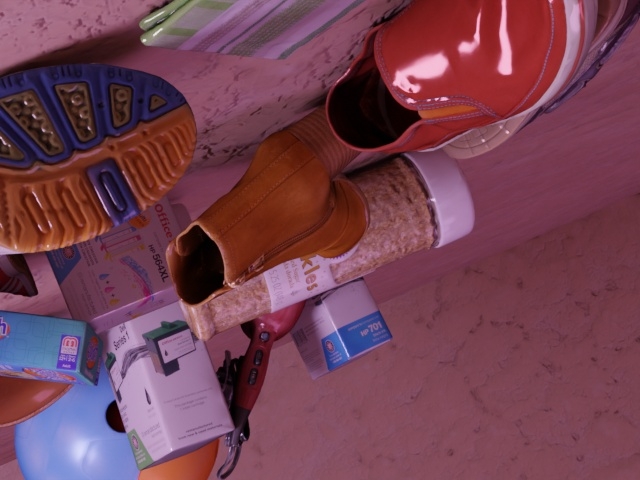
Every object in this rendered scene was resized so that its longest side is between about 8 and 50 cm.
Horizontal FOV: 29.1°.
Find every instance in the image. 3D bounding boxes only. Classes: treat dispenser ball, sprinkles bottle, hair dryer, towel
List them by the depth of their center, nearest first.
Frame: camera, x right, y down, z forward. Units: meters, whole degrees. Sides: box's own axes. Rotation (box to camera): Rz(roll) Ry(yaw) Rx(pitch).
[{"bbox_3d":[-0.031,-0.154,0.777,0.113,0.023,0.152,-31,167,30],"label":"towel"},{"bbox_3d":[0.000,0.000,1.440,0.355,0.121,0.121,-22,171,-12],"label":"sprinkles bottle"},{"bbox_3d":[-0.069,0.145,1.587,0.080,0.293,0.223,13,-160,-15],"label":"hair dryer"},{"bbox_3d":[-0.285,0.268,1.744,0.288,0.288,0.288,-23,171,-4],"label":"treat dispenser ball"}]

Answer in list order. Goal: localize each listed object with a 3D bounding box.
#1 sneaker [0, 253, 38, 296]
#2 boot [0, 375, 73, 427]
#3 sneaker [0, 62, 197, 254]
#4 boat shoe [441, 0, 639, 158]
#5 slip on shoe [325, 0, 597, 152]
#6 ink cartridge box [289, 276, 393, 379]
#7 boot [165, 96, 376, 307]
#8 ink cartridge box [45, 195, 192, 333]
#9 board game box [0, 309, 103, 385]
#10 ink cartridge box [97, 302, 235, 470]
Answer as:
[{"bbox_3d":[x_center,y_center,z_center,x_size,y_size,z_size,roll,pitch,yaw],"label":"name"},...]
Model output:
[{"bbox_3d":[-0.299,0.036,1.119,0.067,0.042,0.118,-27,164,-6],"label":"sneaker"},{"bbox_3d":[-0.392,0.160,1.404,0.283,0.109,0.220,-13,172,-19],"label":"boot"},{"bbox_3d":[-0.222,-0.034,0.793,0.296,0.112,0.131,-22,-171,-2],"label":"sneaker"},{"bbox_3d":[0.191,-0.158,1.077,0.092,0.103,0.285,-14,162,-29],"label":"boat shoe"},{"bbox_3d":[0.096,-0.137,0.914,0.101,0.123,0.331,-16,174,-24],"label":"slip on shoe"},{"bbox_3d":[0.002,0.081,1.703,0.082,0.191,0.139,-21,171,-27],"label":"ink cartridge box"},{"bbox_3d":[-0.052,-0.008,1.152,0.211,0.104,0.295,-41,166,-20],"label":"boot"},{"bbox_3d":[-0.181,0.021,1.182,0.143,0.092,0.090,-23,171,-11],"label":"ink cartridge box"},{"bbox_3d":[-0.306,0.090,1.095,0.210,0.047,0.160,8,168,-4],"label":"board game box"},{"bbox_3d":[-0.205,0.162,1.557,0.092,0.219,0.160,-15,168,-28],"label":"ink cartridge box"}]
